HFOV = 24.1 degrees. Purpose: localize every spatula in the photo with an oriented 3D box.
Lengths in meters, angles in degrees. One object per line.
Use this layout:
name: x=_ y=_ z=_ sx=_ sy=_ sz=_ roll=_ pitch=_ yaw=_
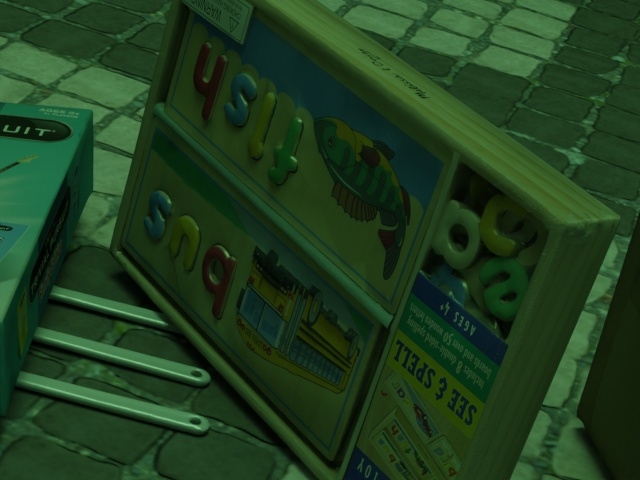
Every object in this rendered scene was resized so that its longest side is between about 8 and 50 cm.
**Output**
spatula: x=-0.186 y=0.070 z=1.099 sx=0.242 sy=0.019 sz=0.168 roll=13 pitch=27 yaw=2

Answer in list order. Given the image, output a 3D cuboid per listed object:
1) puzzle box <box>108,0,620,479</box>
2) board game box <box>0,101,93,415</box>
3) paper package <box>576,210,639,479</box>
puzzle box: x=0.000 y=0.000 z=1.025 sx=0.052 sy=0.272 sz=0.409 roll=-6 pitch=34 yaw=-39
board game box: x=-0.319 y=-0.008 z=1.094 sx=0.254 sy=0.079 sz=0.336 roll=5 pitch=29 yaw=0
paper package: x=0.372 y=0.052 z=1.034 sx=0.310 sy=0.324 sz=0.168 roll=3 pitch=29 yaw=-15
